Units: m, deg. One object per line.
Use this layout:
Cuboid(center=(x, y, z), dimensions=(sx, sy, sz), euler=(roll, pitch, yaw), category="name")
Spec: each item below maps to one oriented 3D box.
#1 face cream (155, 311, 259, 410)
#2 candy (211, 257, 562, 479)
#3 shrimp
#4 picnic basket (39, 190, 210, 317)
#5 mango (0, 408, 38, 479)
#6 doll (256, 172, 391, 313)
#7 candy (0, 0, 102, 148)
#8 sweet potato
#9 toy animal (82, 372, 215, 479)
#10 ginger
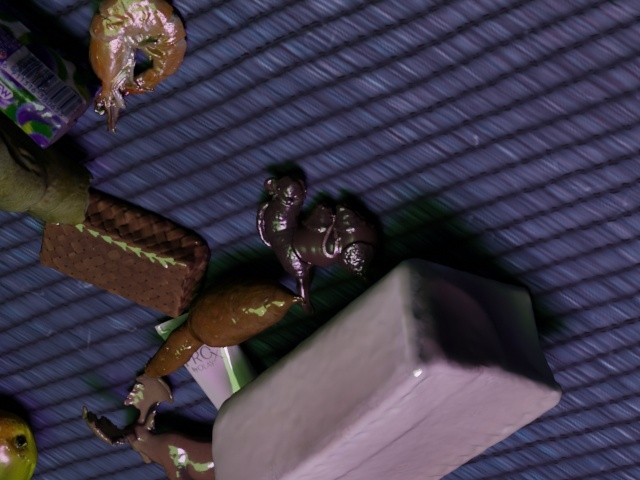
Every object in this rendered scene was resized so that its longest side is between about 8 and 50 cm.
Cuboid(center=(-0.093, 0.182, 1.846), dimensions=(0.092, 0.058, 0.243), euler=(-24, 108, 31), category="face cream")
Cuboid(center=(0.061, 0.171, 1.671), dimensions=(0.208, 0.145, 0.359), euler=(12, 142, -36), category="candy")
Cuboid(center=(-0.193, -0.184, 1.613), dimensions=(0.099, 0.041, 0.180), euler=(14, 130, -9), category="shrimp")
Cuboid(center=(-0.223, 0.015, 1.764), dimensions=(0.193, 0.055, 0.110), euler=(21, 131, 2), category="picnic basket")
Cuboid(center=(-0.441, 0.292, 2.028), dimensions=(0.125, 0.111, 0.233), euler=(60, 141, 13), category="mango")
Cuboid(center=(0.000, 0.000, 1.667), dimensions=(0.139, 0.057, 0.165), euler=(-5, 120, 28), category="doll")
Cuboid(center=(-0.360, -0.223, 1.582), dimensions=(0.312, 0.088, 0.061), euler=(42, 130, -3), category="candy")
Cuboid(center=(-0.115, 0.087, 1.748), dimensions=(0.075, 0.075, 0.269), euler=(46, 133, -16), category="sweet potato")
Cuboid(center=(-0.174, 0.252, 1.916), dimensions=(0.214, 0.093, 0.186), euler=(2, 132, 10), category="toy animal")
Cuboid(center=(-0.340, -0.096, 1.616), dimensions=(0.089, 0.137, 0.290), euler=(-19, 162, 24), category="ginger")
